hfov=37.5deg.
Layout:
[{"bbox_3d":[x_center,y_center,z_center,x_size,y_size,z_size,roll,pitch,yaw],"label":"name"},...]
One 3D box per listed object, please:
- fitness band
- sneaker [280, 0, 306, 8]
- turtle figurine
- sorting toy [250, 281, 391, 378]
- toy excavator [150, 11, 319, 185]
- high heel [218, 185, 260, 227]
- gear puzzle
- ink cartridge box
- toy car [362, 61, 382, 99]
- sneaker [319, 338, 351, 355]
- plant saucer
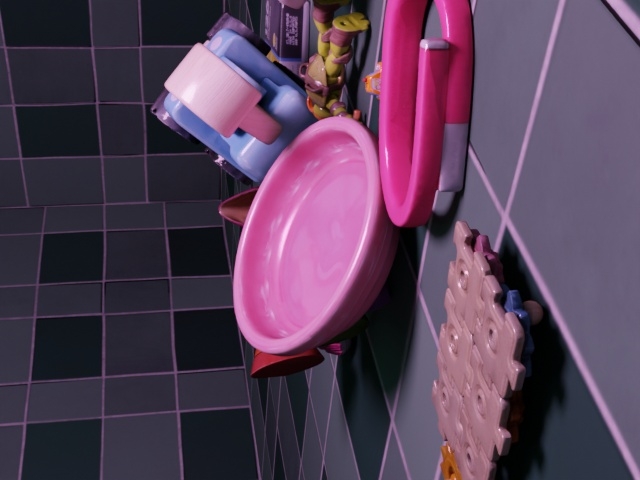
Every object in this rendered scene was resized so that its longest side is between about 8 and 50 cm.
[{"bbox_3d":[0.107,-0.156,1.038,0.209,0.054,0.291,-117,27,-67],"label":"fitness band"},{"bbox_3d":[-0.010,-0.456,1.400,0.150,0.135,0.366,-45,21,23],"label":"sneaker"},{"bbox_3d":[0.011,-0.265,1.437,0.270,0.087,0.217,-103,14,-44],"label":"turtle figurine"},{"bbox_3d":[-0.014,0.097,1.424,0.365,0.127,0.126,-46,54,53],"label":"sorting toy"},{"bbox_3d":[-0.116,-0.212,1.527,0.222,0.433,0.445,-51,40,3],"label":"toy excavator"},{"bbox_3d":[-0.087,-0.052,1.762,0.377,0.181,0.127,159,108,-79],"label":"high heel"},{"bbox_3d":[0.155,0.159,0.900,0.175,0.044,0.339,-108,16,-51],"label":"gear puzzle"},{"bbox_3d":[-0.081,-0.370,1.982,0.307,0.072,0.304,-121,29,-65],"label":"ink cartridge box"},{"bbox_3d":[0.082,-0.190,1.195,0.122,0.040,0.060,-112,22,-62],"label":"toy car"},{"bbox_3d":[0.008,0.070,1.536,0.103,0.111,0.252,9,124,46],"label":"sneaker"},{"bbox_3d":[0.000,0.000,1.277,0.332,0.084,0.332,-34,45,44],"label":"plant saucer"}]
